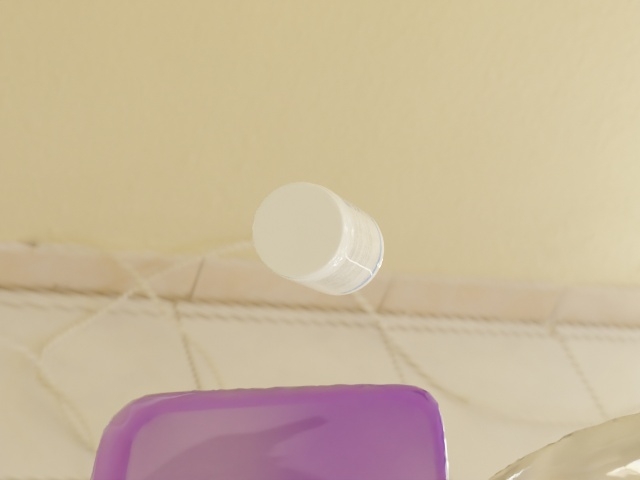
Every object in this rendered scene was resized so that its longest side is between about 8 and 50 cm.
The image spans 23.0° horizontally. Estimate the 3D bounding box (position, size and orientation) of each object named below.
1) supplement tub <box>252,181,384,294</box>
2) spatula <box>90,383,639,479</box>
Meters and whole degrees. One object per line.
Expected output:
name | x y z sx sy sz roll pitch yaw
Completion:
supplement tub | 0.000 0.000 1.131 0.071 0.071 0.107 34 2 19
spatula | 0.068 0.048 0.326 0.030 0.296 0.084 40 45 -41
